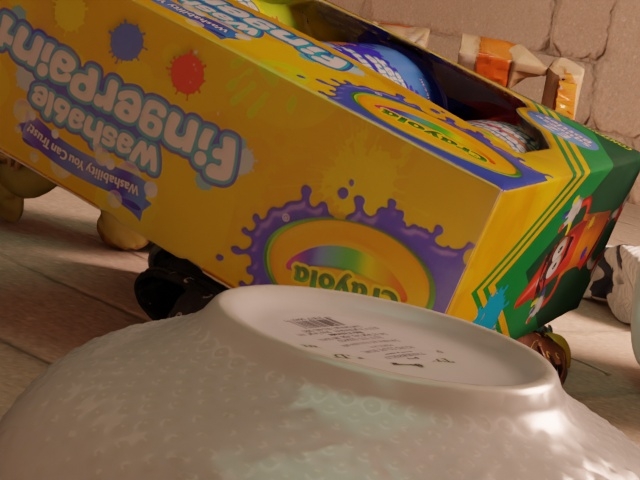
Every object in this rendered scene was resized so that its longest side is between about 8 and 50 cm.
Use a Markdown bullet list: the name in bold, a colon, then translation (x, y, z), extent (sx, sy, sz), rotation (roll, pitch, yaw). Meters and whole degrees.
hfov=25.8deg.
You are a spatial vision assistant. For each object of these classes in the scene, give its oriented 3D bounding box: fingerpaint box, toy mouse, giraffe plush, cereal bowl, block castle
- **fingerpaint box**: translation (-0.011, -0.087, 1.107), extent (0.445, 0.163, 0.371), rotation (29, 19, 22)
- **toy mouse**: translation (0.180, 0.089, 1.350), extent (0.161, 0.031, 0.143), rotation (8, 9, -24)
- **giraffe plush**: translation (-0.259, -0.082, 1.459), extent (0.170, 0.181, 0.210), rotation (2, -11, 12)
- **cereal bowl**: translation (0.016, 0.108, 0.635), extent (0.339, 0.141, 0.339), rotation (12, 10, -2)
- **block castle**: translation (0.153, -0.141, 2.042), extent (0.453, 0.213, 0.303), rotation (9, 41, 6)

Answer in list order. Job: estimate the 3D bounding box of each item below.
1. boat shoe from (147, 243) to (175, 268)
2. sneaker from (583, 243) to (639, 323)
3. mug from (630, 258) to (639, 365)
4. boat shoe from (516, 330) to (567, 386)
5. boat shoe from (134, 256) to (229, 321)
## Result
- **boat shoe**: translation (-0.006, 0.020, 1.288), extent (0.306, 0.113, 0.105), rotation (9, 15, 2)
- **sneaker**: translation (0.422, 0.053, 1.706), extent (0.153, 0.094, 0.235), rotation (1, 0, -11)
- **mug**: translation (0.486, 0.072, 1.240), extent (0.328, 0.276, 0.374), rotation (18, 38, -4)
- **boat shoe**: translation (0.173, 0.102, 1.146), extent (0.060, 0.064, 0.178), rotation (11, 6, 11)
- **boat shoe**: translation (-0.084, 0.062, 1.043), extent (0.076, 0.080, 0.228), rotation (-17, 26, -19)
